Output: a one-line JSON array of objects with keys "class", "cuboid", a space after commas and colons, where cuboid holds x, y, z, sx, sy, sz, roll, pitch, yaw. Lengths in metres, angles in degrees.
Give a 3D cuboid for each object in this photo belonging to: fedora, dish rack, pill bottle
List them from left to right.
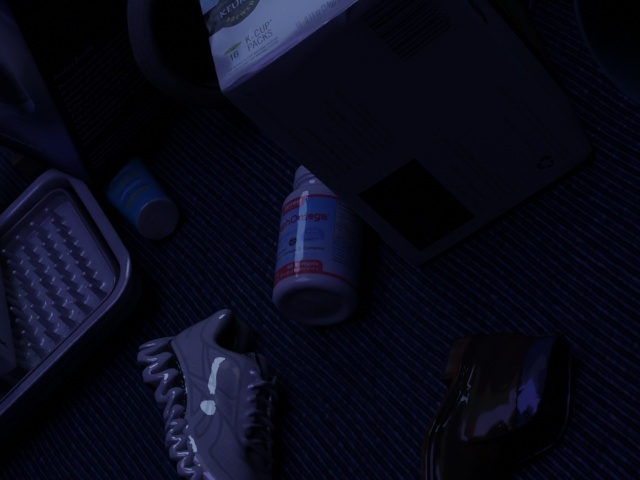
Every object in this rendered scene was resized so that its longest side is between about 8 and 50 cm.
[{"class": "dish rack", "cuboid": [-0.354, 0.094, 1.836, 0.333, 0.072, 0.285, -45, 41, 5]}, {"class": "fedora", "cuboid": [-0.116, -0.283, 1.789, 0.275, 0.244, 0.124, -49, 35, -10]}, {"class": "pill bottle", "cuboid": [0.000, 0.000, 1.596, 0.087, 0.087, 0.160, -18, 50, 30]}]

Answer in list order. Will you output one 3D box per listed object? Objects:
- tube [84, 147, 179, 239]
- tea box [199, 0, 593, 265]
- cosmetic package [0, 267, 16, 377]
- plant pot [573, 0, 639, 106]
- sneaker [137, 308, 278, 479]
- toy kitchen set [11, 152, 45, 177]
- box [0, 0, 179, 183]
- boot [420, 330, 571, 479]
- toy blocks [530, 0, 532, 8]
[{"class": "tube", "cuboid": [-0.228, -0.065, 1.870, 0.080, 0.052, 0.207, -41, 36, -5]}, {"class": "tea box", "cuboid": [0.057, -0.213, 1.524, 0.220, 0.329, 0.323, -34, 45, 17]}, {"class": "cosmetic package", "cuboid": [-0.517, 0.074, 1.866, 0.284, 0.097, 0.377, -34, 43, 11]}, {"class": "plant pot", "cuboid": [0.387, -0.263, 1.331, 0.293, 0.293, 0.235, -7, 43, 37]}, {"class": "sneaker", "cuboid": [-0.090, 0.177, 1.538, 0.118, 0.110, 0.292, -33, 44, 4]}, {"class": "toy kitchen set", "cuboid": [-0.379, -0.145, 2.033, 0.075, 0.068, 0.083, -37, 43, 13]}, {"class": "box", "cuboid": [-0.363, -0.262, 1.861, 0.296, 0.294, 0.183, 21, 55, 36]}, {"class": "boot", "cuboid": [0.154, 0.170, 1.349, 0.106, 0.082, 0.219, -15, 50, 35]}, {"class": "toy blocks", "cuboid": [0.235, -0.431, 1.600, 0.309, 0.260, 0.289, 14, 64, 15]}]
